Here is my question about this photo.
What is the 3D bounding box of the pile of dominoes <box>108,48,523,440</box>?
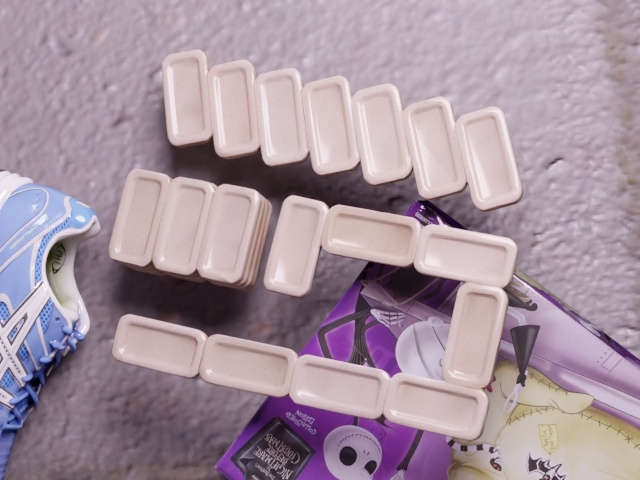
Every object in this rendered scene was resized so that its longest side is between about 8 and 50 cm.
[{"bbox_3d":[0.000,0.000,1.158,0.251,0.040,0.196,11,84,19],"label":"pile of dominoes"}]

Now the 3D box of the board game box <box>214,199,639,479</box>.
[{"bbox_3d":[0.134,0.160,1.151,0.347,0.056,0.208,37,101,9],"label":"board game box"}]

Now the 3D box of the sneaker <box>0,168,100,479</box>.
[{"bbox_3d":[-0.191,0.065,1.196,0.081,0.080,0.211,11,94,14],"label":"sneaker"}]
